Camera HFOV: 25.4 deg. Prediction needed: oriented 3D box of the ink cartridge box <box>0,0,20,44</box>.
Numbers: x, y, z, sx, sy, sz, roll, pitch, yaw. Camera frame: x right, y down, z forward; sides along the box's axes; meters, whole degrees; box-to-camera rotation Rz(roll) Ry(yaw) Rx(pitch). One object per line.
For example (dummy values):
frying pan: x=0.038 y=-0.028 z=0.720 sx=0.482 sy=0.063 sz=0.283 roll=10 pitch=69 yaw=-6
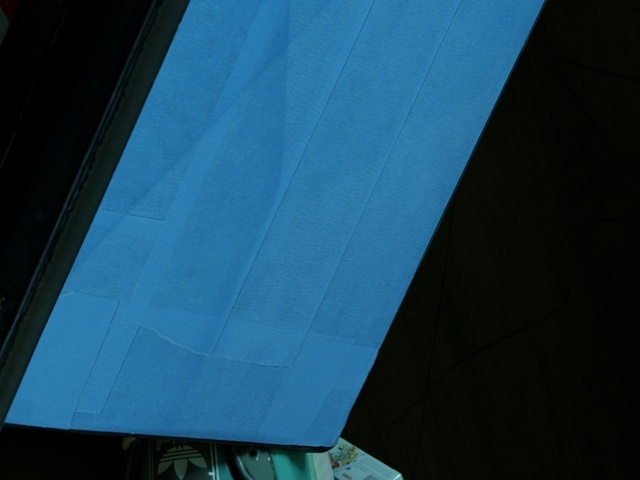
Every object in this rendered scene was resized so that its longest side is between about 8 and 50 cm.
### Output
ink cartridge box: x=-0.193 y=-0.099 z=0.544 sx=0.231 sy=0.078 sz=0.134 roll=-82 pitch=153 yaw=-45

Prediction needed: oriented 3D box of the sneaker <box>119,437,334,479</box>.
sneaker: x=-0.060 y=0.088 z=0.779 sx=0.121 sy=0.108 sz=0.302 roll=-50 pitch=126 yaw=-69

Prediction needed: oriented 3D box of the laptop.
laptop: x=0.017 y=-0.046 z=0.529 sx=0.382 sy=0.236 sz=0.408 roll=-66 pitch=-165 yaw=9

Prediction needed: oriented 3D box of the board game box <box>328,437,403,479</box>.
board game box: x=0.011 y=0.166 z=0.906 sx=0.026 sy=0.154 sz=0.103 roll=-34 pitch=121 yaw=-23
